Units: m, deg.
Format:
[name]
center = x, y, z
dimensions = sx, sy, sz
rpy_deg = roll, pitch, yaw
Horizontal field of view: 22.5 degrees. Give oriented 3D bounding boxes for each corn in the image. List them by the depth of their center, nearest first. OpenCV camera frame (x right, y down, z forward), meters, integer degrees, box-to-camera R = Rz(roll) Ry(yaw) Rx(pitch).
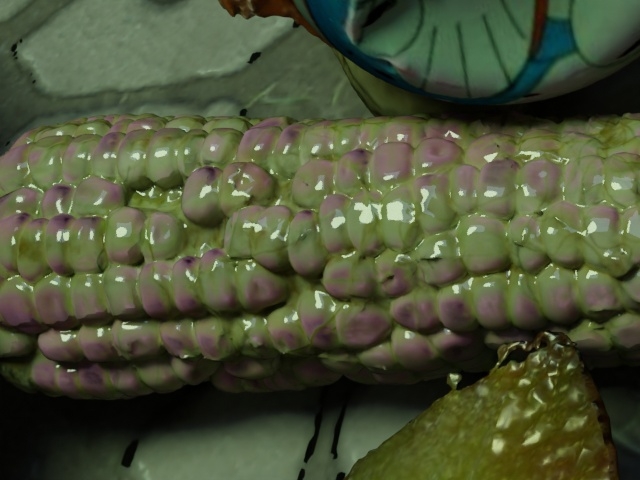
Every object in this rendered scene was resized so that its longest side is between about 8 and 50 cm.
[corn]
center = 0.000, 0.003, 0.648
dimensions = 0.335, 0.127, 0.127
rpy_deg = -4, 54, 28

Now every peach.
[peach]
center = 0.037, 0.164, 0.540
dimensions = 0.189, 0.068, 0.279
rpy_deg = 11, 65, 47

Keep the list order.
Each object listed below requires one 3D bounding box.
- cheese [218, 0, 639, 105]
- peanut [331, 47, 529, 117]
[cheese]
center = 0.109, -0.148, 0.573
dimensions = 0.329, 0.217, 0.129
rpy_deg = -10, 41, 10
[peanut]
center = 0.037, -0.122, 0.745
dimensions = 0.098, 0.090, 0.214
rpy_deg = -28, 46, -5
